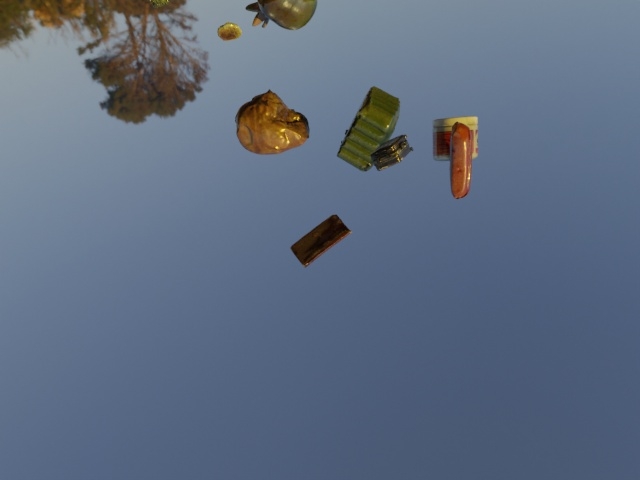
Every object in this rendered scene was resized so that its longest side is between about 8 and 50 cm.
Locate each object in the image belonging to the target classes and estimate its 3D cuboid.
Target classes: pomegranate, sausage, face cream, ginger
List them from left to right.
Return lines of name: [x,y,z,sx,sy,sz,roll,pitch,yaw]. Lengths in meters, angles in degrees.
ginger: [-0.203,-0.431,1.825,0.223,0.269,0.200,-36,-154,35]
pomegranate: [-0.104,-0.620,1.219,0.191,0.152,0.131,7,-96,49]
face cream: [0.613,-0.461,2.136,0.201,0.187,0.201,-3,-169,1]
sausage: [0.595,-0.337,1.987,0.102,0.330,0.102,-6,-155,3]

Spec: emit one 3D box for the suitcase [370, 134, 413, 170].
suitcase: [0.197,-0.242,1.292,0.086,0.059,0.126,-20,-164,37]

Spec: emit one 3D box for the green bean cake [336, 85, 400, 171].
green bean cake: [0.186,-0.416,1.751,0.156,0.250,0.247,28,-142,-6]

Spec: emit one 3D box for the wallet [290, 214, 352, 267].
wallet: [0.000,0.000,1.405,0.176,0.026,0.095,-39,-124,-3]

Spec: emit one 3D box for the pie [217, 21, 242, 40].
pie: [-0.314,-0.719,1.618,0.084,0.084,0.020,-9,-106,4]

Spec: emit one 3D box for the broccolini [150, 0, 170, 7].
broccolini: [-0.607,-0.957,1.545,0.079,0.392,0.074,-30,-120,-9]
